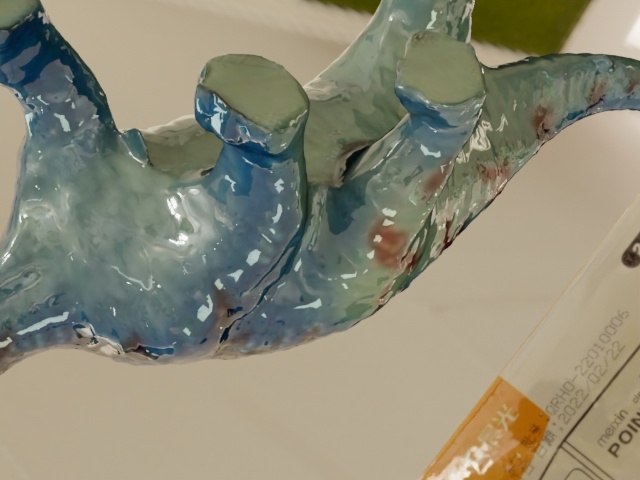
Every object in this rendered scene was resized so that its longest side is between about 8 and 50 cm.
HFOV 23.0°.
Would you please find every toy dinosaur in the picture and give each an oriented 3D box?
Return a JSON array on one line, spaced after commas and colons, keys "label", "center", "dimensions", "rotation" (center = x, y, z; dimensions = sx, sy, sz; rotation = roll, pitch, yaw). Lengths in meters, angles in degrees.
[{"label": "toy dinosaur", "center": [-0.009, -0.014, 0.375], "dimensions": [0.329, 0.144, 0.076], "rotation": [-27, -124, -20]}]

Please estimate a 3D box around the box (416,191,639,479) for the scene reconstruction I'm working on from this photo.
[{"label": "box", "center": [0.218, 0.121, 0.941], "dimensions": [0.220, 0.274, 0.091], "rotation": [36, -178, 34]}]
